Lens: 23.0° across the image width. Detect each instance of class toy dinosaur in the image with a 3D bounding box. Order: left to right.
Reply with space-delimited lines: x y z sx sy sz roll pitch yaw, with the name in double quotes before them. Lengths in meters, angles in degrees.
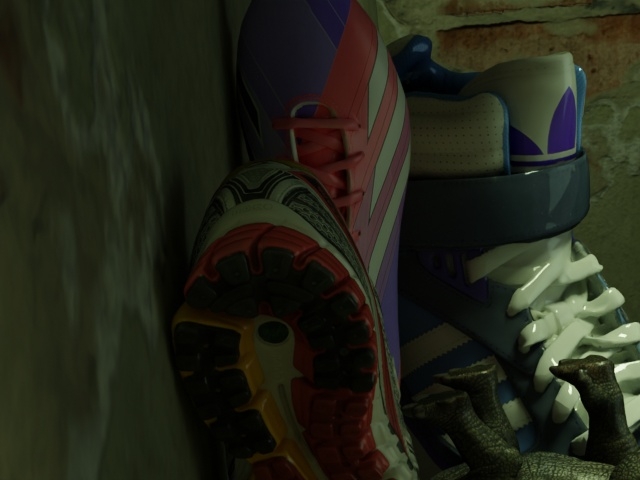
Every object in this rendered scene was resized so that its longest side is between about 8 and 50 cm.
"toy dinosaur" 0.125 0.140 0.754 0.121 0.314 0.160 -61 143 -86

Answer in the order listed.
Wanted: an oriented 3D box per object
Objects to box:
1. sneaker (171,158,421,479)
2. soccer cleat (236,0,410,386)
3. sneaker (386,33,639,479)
"sneaker" 0.000 0.066 0.613 0.092 0.088 0.225 -90 174 -51
"soccer cleat" 0.000 0.000 0.743 0.095 0.083 0.248 -67 156 -70
"sneaker" 0.117 0.025 0.842 0.130 0.323 0.236 -20 135 -41
